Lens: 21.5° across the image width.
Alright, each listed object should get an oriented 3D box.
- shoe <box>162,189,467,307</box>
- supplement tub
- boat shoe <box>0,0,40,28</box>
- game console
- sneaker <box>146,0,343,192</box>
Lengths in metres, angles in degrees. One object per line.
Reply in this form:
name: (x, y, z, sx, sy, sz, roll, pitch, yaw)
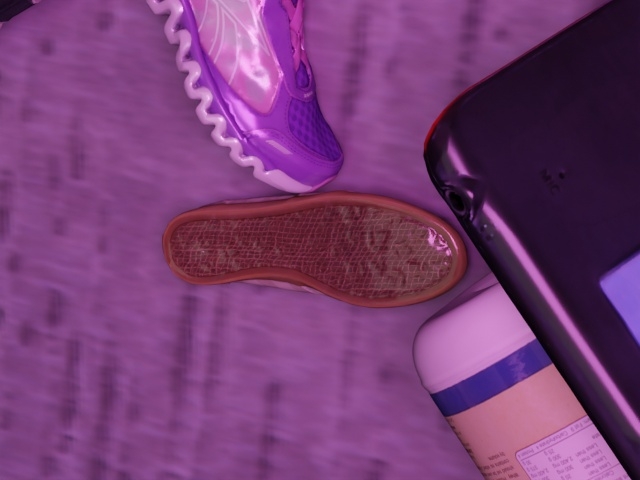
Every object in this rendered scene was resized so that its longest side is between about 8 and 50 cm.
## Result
shoe: (0.000, 0.000, 1.132, 0.219, 0.058, 0.077, 4, 102, 25)
supplement tub: (0.222, 0.126, 0.946, 0.228, 0.228, 0.316, -35, 88, 32)
boat shoe: (-0.258, -0.183, 1.179, 0.302, 0.091, 0.114, -6, 91, 53)
game console: (0.278, 0.023, 0.838, 0.386, 0.342, 0.060, 56, 154, 2)
sneaker: (-0.043, -0.146, 1.089, 0.104, 0.095, 0.236, -29, 90, 25)
